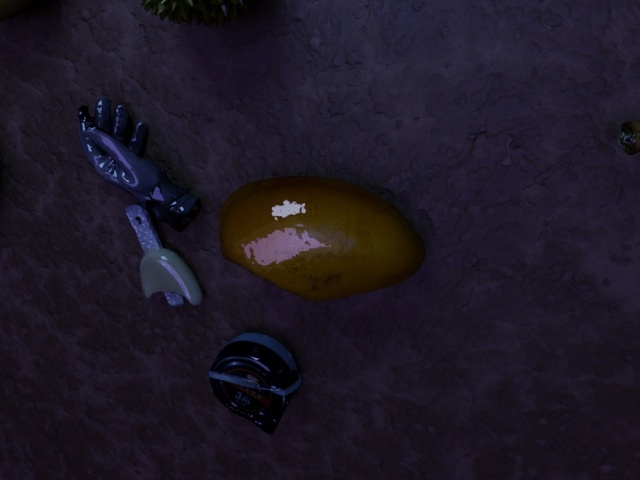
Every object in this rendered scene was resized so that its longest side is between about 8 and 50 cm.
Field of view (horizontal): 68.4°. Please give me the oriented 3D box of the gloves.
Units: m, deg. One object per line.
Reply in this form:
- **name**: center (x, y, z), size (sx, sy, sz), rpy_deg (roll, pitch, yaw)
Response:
- **gloves**: center (-0.340, -0.135, 0.869), size (0.119, 0.142, 0.285), rpy_deg (-37, 96, -4)

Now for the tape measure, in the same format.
- **tape measure**: center (-0.133, 0.281, 0.967), size (0.182, 0.107, 0.181), rpy_deg (31, 118, 4)

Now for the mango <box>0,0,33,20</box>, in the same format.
- **mango**: center (-0.607, -0.486, 0.811), size (0.332, 0.142, 0.195), rpy_deg (15, 99, 21)

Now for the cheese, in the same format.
- **cheese**: center (-0.333, 0.034, 0.967), size (0.127, 0.050, 0.234), rpy_deg (-12, 107, 21)

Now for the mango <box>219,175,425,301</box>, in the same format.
- **mango**: center (0.000, 0.000, 0.786), size (0.350, 0.201, 0.199), rpy_deg (5, 140, 6)

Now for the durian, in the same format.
- **durian**: center (-0.180, -0.399, 0.671), size (0.200, 0.237, 0.176), rpy_deg (13, 119, -6)

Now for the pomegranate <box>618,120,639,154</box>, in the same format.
- **pomegranate**: center (0.495, -0.129, 0.611), size (0.169, 0.143, 0.122), rpy_deg (-25, 101, 14)
